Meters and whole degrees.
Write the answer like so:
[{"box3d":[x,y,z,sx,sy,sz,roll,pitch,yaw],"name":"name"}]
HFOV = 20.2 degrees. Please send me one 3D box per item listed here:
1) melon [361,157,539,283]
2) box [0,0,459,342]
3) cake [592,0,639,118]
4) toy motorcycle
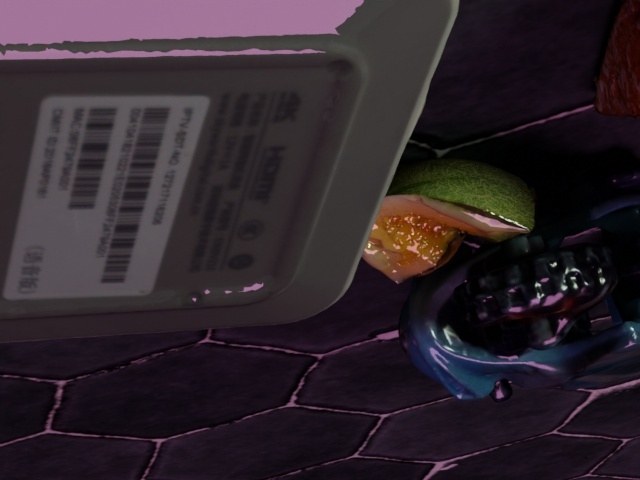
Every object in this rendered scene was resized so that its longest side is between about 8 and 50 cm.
[{"box3d":[0.087,-0.031,1.394,0.128,0.079,0.160,24,153,-31],"name":"melon"},{"box3d":[-0.125,-0.061,1.127,0.373,0.090,0.367,-3,145,-17],"name":"box"},{"box3d":[0.255,-0.109,1.232,0.086,0.117,0.220,-15,157,-8],"name":"cake"},{"box3d":[0.222,0.041,1.531,0.232,0.172,0.416,-24,169,40],"name":"toy motorcycle"}]
